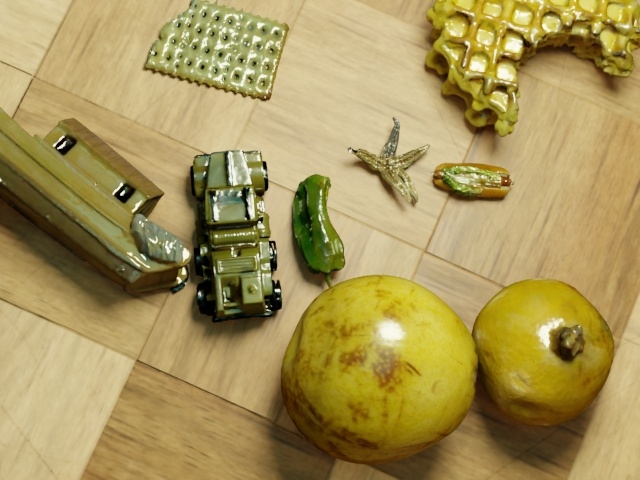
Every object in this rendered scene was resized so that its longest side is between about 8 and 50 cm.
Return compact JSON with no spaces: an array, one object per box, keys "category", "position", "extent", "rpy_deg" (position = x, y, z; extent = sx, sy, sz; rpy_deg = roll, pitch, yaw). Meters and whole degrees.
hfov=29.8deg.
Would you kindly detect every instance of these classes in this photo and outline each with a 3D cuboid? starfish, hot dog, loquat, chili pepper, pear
[{"category":"starfish","position":[0.100,-0.125,1.863],"extent":[0.130,0.041,0.133],"rpy_deg":[12,72,-10]},{"category":"hot dog","position":[0.236,-0.095,1.867],"extent":[0.133,0.041,0.056],"rpy_deg":[6,79,-3]},{"category":"loquat","position":[0.323,0.158,1.724],"extent":[0.213,0.246,0.214],"rpy_deg":[1,79,-7]},{"category":"chili pepper","position":[0.002,-0.001,1.817],"extent":[0.073,0.072,0.204],"rpy_deg":[-8,77,-18]},{"category":"pear","position":[0.083,0.181,1.696],"extent":[0.280,0.281,0.281],"rpy_deg":[1,79,-4]}]

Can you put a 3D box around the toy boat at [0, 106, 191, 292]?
[{"category":"toy boat","position":[-0.368,-0.090,1.784],"extent":[0.445,0.136,0.162],"rpy_deg":[37,70,4]}]

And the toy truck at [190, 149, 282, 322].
[{"category":"toy truck","position":[-0.129,-0.013,1.788],"extent":[0.127,0.127,0.257],"rpy_deg":[-5,76,-3]}]

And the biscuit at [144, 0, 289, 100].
[{"category":"biscuit","position":[-0.159,-0.307,1.894],"extent":[0.203,0.016,0.144],"rpy_deg":[16,79,-1]}]

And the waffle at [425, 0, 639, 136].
[{"category":"waffle","position":[0.330,-0.323,1.866],"extent":[0.324,0.151,0.261],"rpy_deg":[-25,85,-9]}]
